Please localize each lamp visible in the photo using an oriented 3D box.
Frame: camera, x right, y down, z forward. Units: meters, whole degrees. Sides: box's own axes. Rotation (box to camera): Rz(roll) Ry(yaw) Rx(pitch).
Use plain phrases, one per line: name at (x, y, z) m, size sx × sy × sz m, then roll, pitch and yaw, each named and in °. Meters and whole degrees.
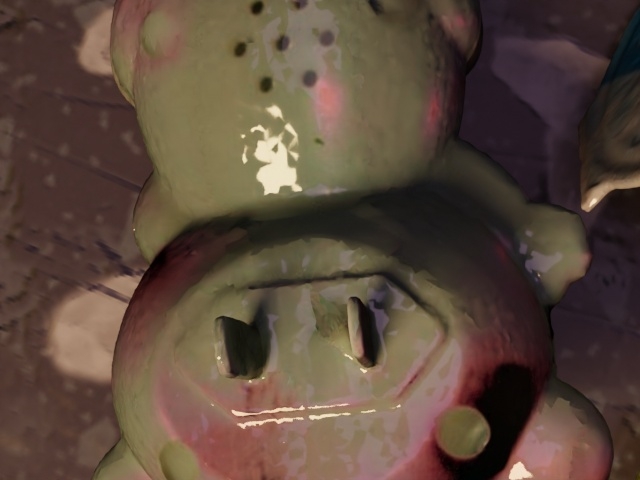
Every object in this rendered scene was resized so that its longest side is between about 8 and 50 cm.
lamp at (0.000, 0.000, 0.860) m, size 0.247 × 0.247 × 0.301 m, roll -6°, pitch 82°, yaw 4°

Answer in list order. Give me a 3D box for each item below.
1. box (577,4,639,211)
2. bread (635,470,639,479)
box at (0.289, -0.083, 0.856) m, size 0.206 × 0.291 × 0.262 m, roll 35°, pitch 68°, yaw -13°
bread at (0.204, 0.153, 0.924) m, size 0.114 × 0.111 × 0.129 m, roll 24°, pitch 83°, yaw 9°
